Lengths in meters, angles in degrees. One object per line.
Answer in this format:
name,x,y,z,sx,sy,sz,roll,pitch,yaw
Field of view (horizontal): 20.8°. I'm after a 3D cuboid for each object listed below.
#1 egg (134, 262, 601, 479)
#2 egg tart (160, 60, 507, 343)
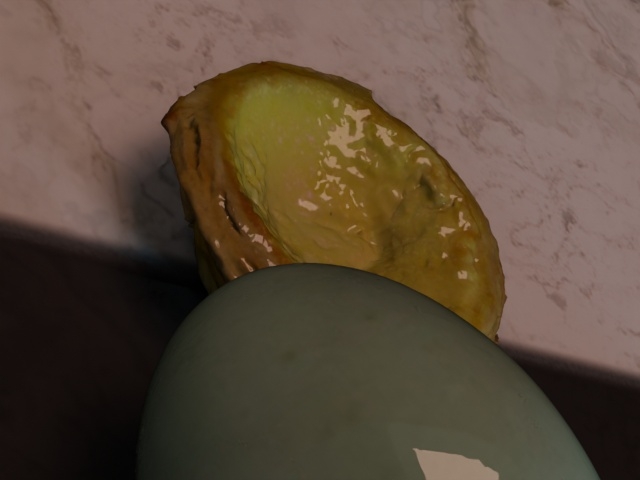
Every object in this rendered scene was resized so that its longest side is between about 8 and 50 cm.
egg,0.038,0.191,1.064,0.276,0.276,0.389,-12,67,-49
egg tart,0.000,0.000,1.341,0.315,0.120,0.315,26,39,-24
